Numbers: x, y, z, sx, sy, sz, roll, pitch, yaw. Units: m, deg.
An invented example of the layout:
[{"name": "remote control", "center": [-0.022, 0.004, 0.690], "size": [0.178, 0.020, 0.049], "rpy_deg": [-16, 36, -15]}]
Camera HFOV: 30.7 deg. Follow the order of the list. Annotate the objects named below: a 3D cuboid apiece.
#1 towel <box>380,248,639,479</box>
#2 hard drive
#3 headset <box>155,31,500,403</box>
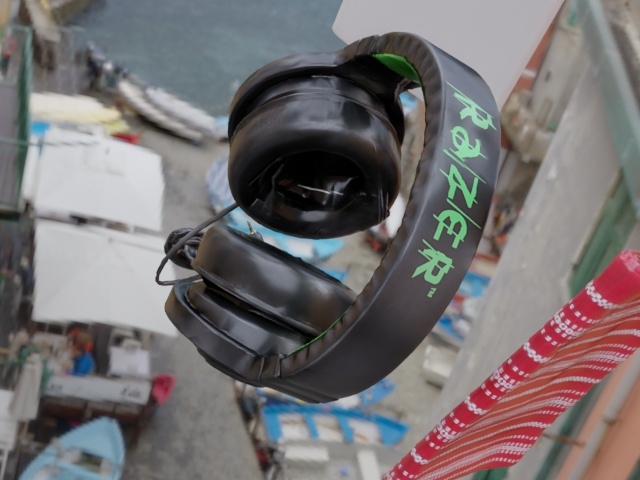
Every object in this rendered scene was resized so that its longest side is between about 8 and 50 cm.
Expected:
[{"name": "towel", "center": [0.175, 0.099, 0.861], "size": [0.199, 0.275, 0.031], "rpy_deg": [-2, 49, -53]}, {"name": "hard drive", "center": [0.162, -0.308, 1.307], "size": [0.233, 0.353, 0.047], "rpy_deg": [40, 48, 13]}, {"name": "headset", "center": [0.000, 0.000, 0.839], "size": [0.185, 0.243, 0.394], "rpy_deg": [25, -18, -28]}]
